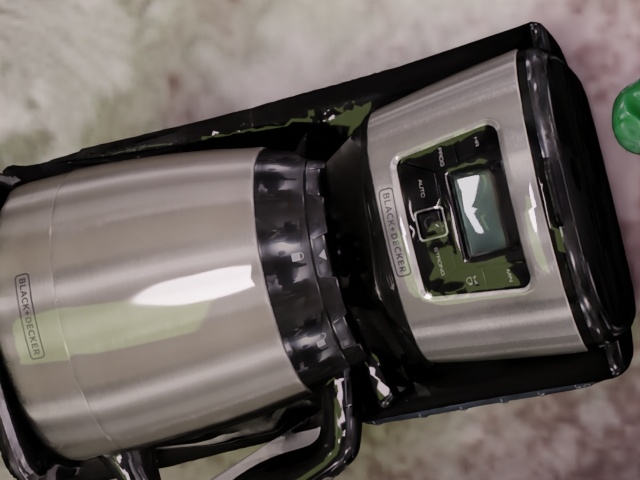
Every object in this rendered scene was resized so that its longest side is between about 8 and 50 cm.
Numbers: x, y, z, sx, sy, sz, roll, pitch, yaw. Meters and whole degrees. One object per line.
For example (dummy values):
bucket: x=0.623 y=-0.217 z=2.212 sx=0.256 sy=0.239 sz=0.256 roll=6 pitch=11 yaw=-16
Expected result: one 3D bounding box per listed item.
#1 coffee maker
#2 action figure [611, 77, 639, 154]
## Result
coffee maker: x=0.000 y=0.000 z=0.547 sx=0.178 sy=0.171 sz=0.120 roll=-13 pitch=110 yaw=11
action figure: x=0.183 y=-0.070 z=0.467 sx=0.232 sy=0.063 sz=0.137 roll=-19 pitch=99 yaw=25
